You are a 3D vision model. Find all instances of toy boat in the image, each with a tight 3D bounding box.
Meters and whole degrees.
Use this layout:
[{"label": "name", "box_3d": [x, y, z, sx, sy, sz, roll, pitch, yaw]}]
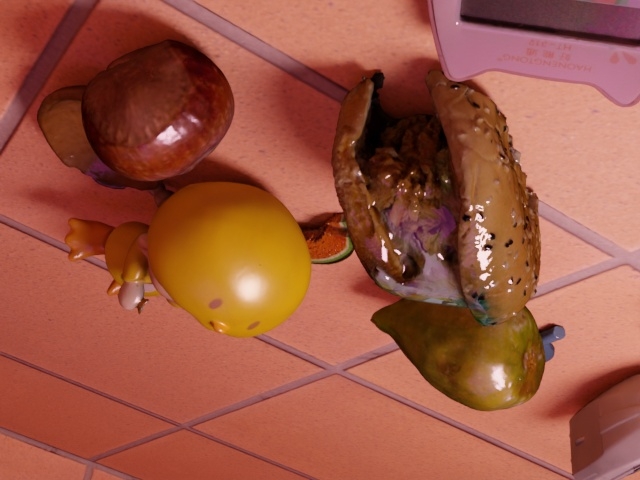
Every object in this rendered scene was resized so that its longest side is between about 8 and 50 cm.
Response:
[{"label": "toy boat", "box_3d": [0.463, 0.280, 1.431, 0.140, 0.141, 0.269, 23, 149, -14]}]

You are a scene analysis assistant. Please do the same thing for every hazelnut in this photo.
[{"label": "hazelnut", "box_3d": [-0.161, -0.125, 0.991, 0.154, 0.143, 0.143, -31, 141, 2]}]

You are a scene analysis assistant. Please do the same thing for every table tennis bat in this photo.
[{"label": "table tennis bat", "box_3d": [0.293, 0.149, 1.395, 0.100, 0.019, 0.155, 24, 153, -15]}]

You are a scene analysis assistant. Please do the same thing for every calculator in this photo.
[{"label": "calculator", "box_3d": [0.189, -0.231, 0.727, 0.220, 0.048, 0.330, 12, 150, 9]}]

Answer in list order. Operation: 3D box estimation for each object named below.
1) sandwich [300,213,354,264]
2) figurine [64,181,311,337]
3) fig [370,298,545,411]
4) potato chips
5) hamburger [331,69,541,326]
[{"label": "sandwich", "box_3d": [0.000, 0.001, 1.258, 0.135, 0.029, 0.067, -10, 137, 41]}, {"label": "figurine", "box_3d": [-0.172, 0.024, 1.234, 0.343, 0.187, 0.215, 1, 159, 41]}, {"label": "fig", "box_3d": [0.188, 0.119, 1.278, 0.233, 0.167, 0.167, 45, 164, 27]}, {"label": "potato chips", "box_3d": [-0.250, -0.120, 1.138, 0.150, 0.049, 0.202, 17, 153, 15]}, {"label": "hamburger", "box_3d": [0.125, -0.025, 0.996, 0.167, 0.192, 0.288, -9, 146, 21]}]
